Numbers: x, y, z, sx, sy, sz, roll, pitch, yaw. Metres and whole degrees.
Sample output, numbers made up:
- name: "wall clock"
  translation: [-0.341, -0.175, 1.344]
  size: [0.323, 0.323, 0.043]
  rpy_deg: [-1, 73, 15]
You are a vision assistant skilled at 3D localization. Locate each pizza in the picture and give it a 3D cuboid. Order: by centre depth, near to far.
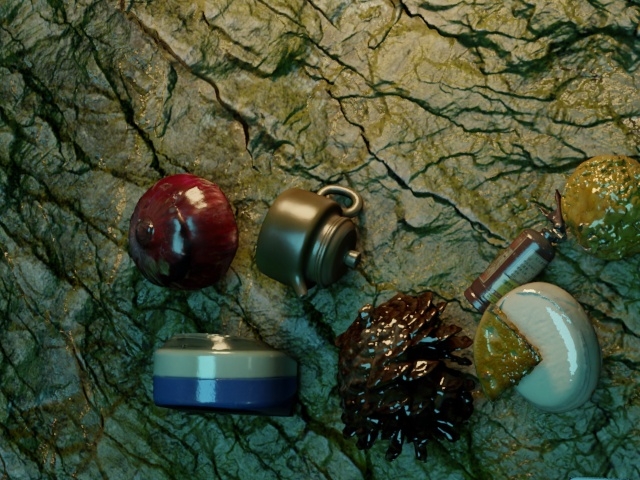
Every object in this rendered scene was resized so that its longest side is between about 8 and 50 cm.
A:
- name: "pizza"
  translation: [0.317, 0.192, 1.680]
  size: [0.131, 0.041, 0.178]
  rpy_deg: [-15, 83, 38]

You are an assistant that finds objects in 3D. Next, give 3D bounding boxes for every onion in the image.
- name: "onion"
  translation: [-0.285, -0.014, 2.009]
  size: [0.246, 0.190, 0.246]
  rpy_deg: [1, 91, 41]

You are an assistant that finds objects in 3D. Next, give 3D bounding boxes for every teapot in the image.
- name: "teapot"
  translation: [0.000, 0.000, 1.893]
  size: [0.175, 0.185, 0.267]
  rpy_deg: [22, 60, 18]

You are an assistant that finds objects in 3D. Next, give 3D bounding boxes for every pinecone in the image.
- name: "pinecone"
  translation: [0.151, 0.246, 1.764]
  size: [0.242, 0.298, 0.295]
  rpy_deg: [-6, 93, -16]

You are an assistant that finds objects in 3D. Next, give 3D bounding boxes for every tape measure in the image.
- name: "tape measure"
  translation: [-0.198, 0.263, 1.927]
  size: [0.259, 0.262, 0.138]
  rpy_deg: [-3, 76, 23]

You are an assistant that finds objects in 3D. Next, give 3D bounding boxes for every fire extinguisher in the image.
- name: "fire extinguisher"
  translation: [0.357, 0.019, 1.785]
  size: [0.106, 0.075, 0.252]
  rpy_deg: [46, 105, 20]

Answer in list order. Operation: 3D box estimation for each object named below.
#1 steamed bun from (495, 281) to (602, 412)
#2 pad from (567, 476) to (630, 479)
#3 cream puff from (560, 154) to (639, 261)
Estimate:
- name: "steamed bun"
  translation: [0.397, 0.184, 1.727]
  size: [0.177, 0.131, 0.228]
  rpy_deg: [-33, 75, 30]
- name: "pad"
  translation: [0.491, 0.494, 1.737]
  size: [0.112, 0.003, 0.157]
  rpy_deg: [-4, 86, 24]
- name: "cream puff"
  translation: [0.497, -0.056, 1.700]
  size: [0.189, 0.129, 0.188]
  rpy_deg: [-3, 83, 26]
